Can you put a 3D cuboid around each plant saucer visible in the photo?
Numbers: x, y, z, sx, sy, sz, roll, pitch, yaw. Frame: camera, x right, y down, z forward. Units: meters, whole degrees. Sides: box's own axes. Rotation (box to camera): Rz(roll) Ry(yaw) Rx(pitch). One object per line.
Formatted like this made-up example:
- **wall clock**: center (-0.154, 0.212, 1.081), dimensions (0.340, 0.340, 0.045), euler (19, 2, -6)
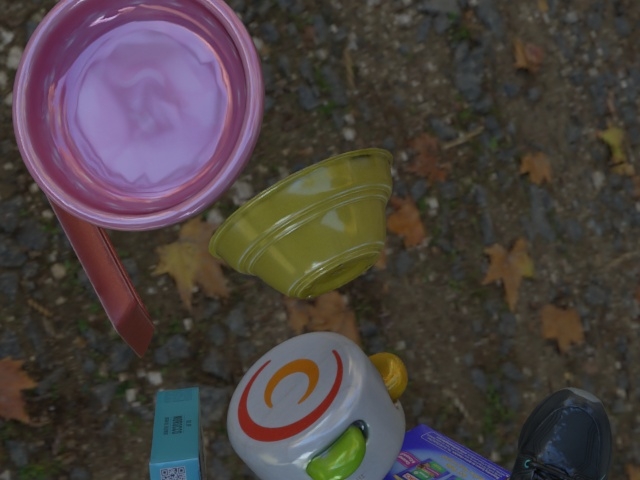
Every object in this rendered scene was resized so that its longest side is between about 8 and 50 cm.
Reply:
- **plant saucer**: center (-0.326, 0.038, 1.736), dimensions (0.047, 0.259, 0.258), euler (-28, 77, -8)
- **plant saucer**: center (-0.226, -0.175, 1.470), dimensions (0.084, 0.332, 0.332), euler (17, 61, -77)

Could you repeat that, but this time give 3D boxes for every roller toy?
- **roller toy**: center (-0.001, 0.219, 1.385), dimensions (0.146, 0.191, 0.209), euler (53, 40, -35)

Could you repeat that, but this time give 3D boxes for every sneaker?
- **sneaker**: center (0.233, 0.283, 1.190), dimensions (0.106, 0.101, 0.267), euler (-34, 142, -72)

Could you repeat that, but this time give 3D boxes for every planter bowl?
- **planter bowl**: center (0.000, 0.000, 1.196), dimensions (0.217, 0.217, 0.090), euler (-15, 71, -44)

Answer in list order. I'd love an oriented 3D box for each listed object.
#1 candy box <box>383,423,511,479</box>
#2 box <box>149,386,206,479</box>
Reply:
- **candy box**: center (0.098, 0.389, 1.462), dimensions (0.317, 0.268, 0.122), euler (-22, 114, -28)
- **box**: center (-0.180, 0.278, 1.467), dimensions (0.060, 0.244, 0.100), euler (-6, 103, -5)
